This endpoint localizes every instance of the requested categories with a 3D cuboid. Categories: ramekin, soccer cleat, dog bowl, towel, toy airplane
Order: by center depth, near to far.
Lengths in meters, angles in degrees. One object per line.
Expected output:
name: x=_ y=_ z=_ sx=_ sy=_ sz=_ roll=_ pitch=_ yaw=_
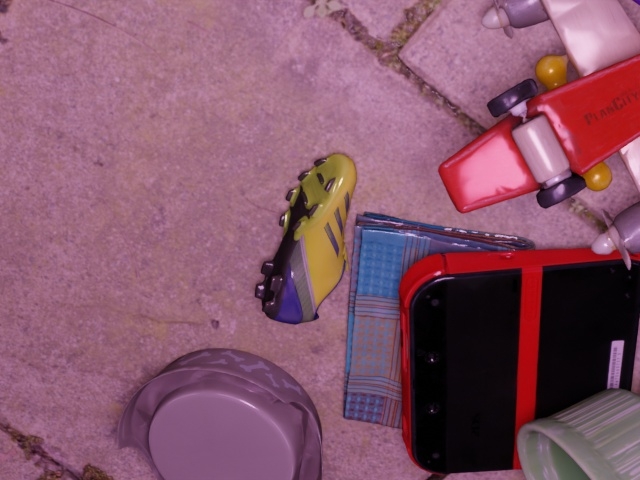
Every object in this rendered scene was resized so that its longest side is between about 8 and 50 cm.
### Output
toy airplane: x=0.357 y=-0.170 z=1.301 sx=0.384 sy=0.272 sz=0.386 roll=17 pitch=84 yaw=-7
ramekin: x=0.419 y=0.352 z=1.461 sx=0.148 sy=0.303 sz=0.303 roll=-28 pitch=112 yaw=-13
soccer cleat: x=-0.001 y=0.000 z=1.563 sx=0.121 sy=0.093 sz=0.289 roll=10 pitch=119 yaw=-27
towel: x=0.172 y=0.145 z=1.610 sx=0.271 sy=0.040 sz=0.370 roll=9 pitch=119 yaw=10
dog bowl: x=-0.155 y=0.332 z=1.753 sx=0.348 sy=0.102 sz=0.349 roll=6 pitch=119 yaw=11

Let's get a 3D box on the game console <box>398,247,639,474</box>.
game console: x=0.289 y=0.184 z=1.562 sx=0.341 sy=0.060 sz=0.387 roll=-4 pitch=121 yaw=-1

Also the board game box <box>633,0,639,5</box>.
board game box: x=0.576 y=-0.323 z=1.008 sx=0.356 sy=0.356 sz=0.356 roll=33 pitch=89 yaw=-5
